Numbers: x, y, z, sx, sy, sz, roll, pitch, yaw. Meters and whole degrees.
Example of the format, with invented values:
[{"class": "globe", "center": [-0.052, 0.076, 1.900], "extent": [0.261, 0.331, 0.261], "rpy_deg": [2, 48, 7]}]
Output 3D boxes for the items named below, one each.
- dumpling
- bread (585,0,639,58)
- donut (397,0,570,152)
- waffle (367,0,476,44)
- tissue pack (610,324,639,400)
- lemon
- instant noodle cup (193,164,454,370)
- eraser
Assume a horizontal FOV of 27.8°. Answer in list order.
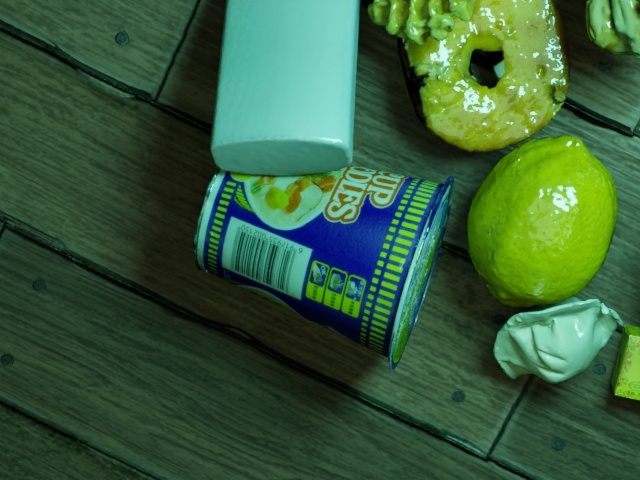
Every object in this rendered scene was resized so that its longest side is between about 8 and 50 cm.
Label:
[{"class": "dumpling", "center": [0.324, 0.136, 1.839], "extent": [0.155, 0.111, 0.181], "rpy_deg": [33, 102, -36]}, {"class": "bread", "center": [0.443, -0.417, 1.657], "extent": [0.191, 0.314, 0.370], "rpy_deg": [15, 105, 38]}, {"class": "donut", "center": [0.227, -0.250, 1.792], "extent": [0.253, 0.118, 0.254], "rpy_deg": [1, 104, 6]}, {"class": "waffle", "center": [0.156, -0.384, 1.721], "extent": [0.056, 0.253, 0.249], "rpy_deg": [22, 106, -37]}, {"class": "tissue pack", "center": [0.520, 0.191, 1.873], "extent": [0.175, 0.062, 0.095], "rpy_deg": [13, 102, 5]}, {"class": "lemon", "center": [0.306, -0.023, 1.785], "extent": [0.204, 0.204, 0.260], "rpy_deg": [21, 106, 2]}, {"class": "instant noodle cup", "center": [0.000, 0.000, 1.807], "extent": [0.312, 0.284, 0.284], "rpy_deg": [18, 102, 10]}, {"class": "eraser", "center": [-0.044, -0.234, 1.752], "extent": [0.189, 0.104, 0.290], "rpy_deg": [2, 62, 4]}]
